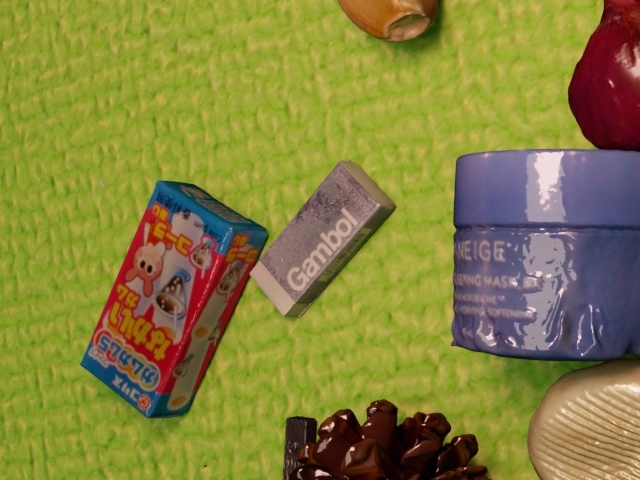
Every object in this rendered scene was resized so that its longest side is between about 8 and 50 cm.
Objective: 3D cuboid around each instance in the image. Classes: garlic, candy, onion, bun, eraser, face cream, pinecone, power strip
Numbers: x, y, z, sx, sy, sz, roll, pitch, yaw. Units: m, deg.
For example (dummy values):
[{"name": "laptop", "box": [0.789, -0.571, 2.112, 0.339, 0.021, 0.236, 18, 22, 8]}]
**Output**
[{"name": "garlic", "box": [0.086, -0.373, 1.474, 0.164, 0.146, 0.244, -149, 52, -73]}, {"name": "candy", "box": [-0.212, 0.084, 1.673, 0.157, 0.100, 0.305, 32, 104, 28]}, {"name": "onion", "box": [0.347, -0.199, 1.285, 0.218, 0.140, 0.195, 68, 160, -2]}, {"name": "bun", "box": [0.343, 0.216, 1.306, 0.222, 0.127, 0.222, 13, 118, 26]}, {"name": "eraser", "box": [0.000, 0.000, 1.579, 0.212, 0.046, 0.092, -50, 64, 18]}, {"name": "face cream", "box": [0.269, 0.019, 1.294, 0.249, 0.249, 0.225, -1, 88, 31]}, {"name": "pinecone", "box": [0.078, 0.310, 1.404, 0.264, 0.264, 0.264, -2, 85, 31]}, {"name": "power strip", "box": [-0.029, 0.293, 1.586, 0.038, 0.029, 0.111, 1, 87, 32]}]
